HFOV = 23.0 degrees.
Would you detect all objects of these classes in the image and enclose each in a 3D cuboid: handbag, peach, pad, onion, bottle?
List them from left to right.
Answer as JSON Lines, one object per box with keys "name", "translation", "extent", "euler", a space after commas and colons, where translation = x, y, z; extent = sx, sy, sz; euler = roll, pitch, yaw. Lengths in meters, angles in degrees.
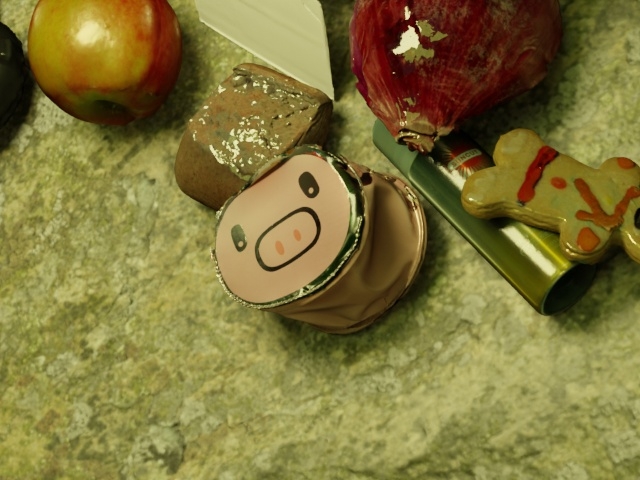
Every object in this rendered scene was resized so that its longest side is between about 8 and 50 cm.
{"name": "peach", "translation": [-0.252, -0.235, 1.848], "extent": [0.197, 0.197, 0.197], "euler": [-9, 68, 22]}
{"name": "pad", "translation": [-0.073, -0.261, 1.795], "extent": [0.232, 0.156, 0.004], "euler": [34, 62, 31]}
{"name": "handbag", "translation": [-0.001, 0.000, 1.664], "extent": [0.205, 0.116, 0.179], "euler": [-37, 59, 23]}
{"name": "onion", "translation": [0.131, -0.219, 1.645], "extent": [0.227, 0.120, 0.283], "euler": [5, 55, 16]}
{"name": "bottle", "translation": [0.166, -0.043, 1.638], "extent": [0.082, 0.082, 0.286], "euler": [-45, 59, 4]}

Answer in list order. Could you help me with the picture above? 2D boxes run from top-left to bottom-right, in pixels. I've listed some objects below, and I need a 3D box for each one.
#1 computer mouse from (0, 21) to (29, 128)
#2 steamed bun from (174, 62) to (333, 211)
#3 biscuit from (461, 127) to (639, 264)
{"name": "computer mouse", "translation": [-0.514, -0.180, 1.989], "extent": [0.323, 0.116, 0.183], "euler": [-12, 64, 13]}
{"name": "steamed bun", "translation": [-0.074, -0.109, 1.761], "extent": [0.145, 0.106, 0.175], "euler": [27, 83, 30]}
{"name": "biscuit", "translation": [0.269, -0.038, 1.571], "extent": [0.234, 0.030, 0.153], "euler": [25, 52, 16]}
